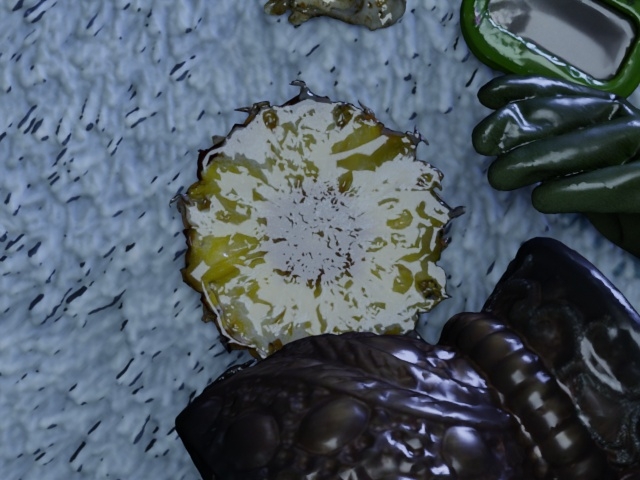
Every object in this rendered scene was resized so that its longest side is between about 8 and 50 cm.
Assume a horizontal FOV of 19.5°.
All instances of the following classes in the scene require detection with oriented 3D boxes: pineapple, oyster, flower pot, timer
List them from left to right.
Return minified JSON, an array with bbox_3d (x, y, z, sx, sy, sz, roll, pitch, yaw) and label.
[{"bbox_3d":[0.000,0.000,1.291,0.221,0.047,0.221,0,86,-2],"label":"pineapple"},{"bbox_3d":[0.012,-0.173,1.324,0.083,0.038,0.081,37,108,-28],"label":"oyster"},{"bbox_3d":[0.086,0.146,1.170,0.267,0.266,0.266,-32,88,-9],"label":"flower pot"},{"bbox_3d":[0.174,-0.164,1.323,0.140,0.047,0.128,29,80,-2],"label":"timer"}]

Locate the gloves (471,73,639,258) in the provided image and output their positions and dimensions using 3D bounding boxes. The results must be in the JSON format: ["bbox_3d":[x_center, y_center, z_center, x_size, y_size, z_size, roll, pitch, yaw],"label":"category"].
[{"bbox_3d":[0.219,-0.032,1.273,0.268,0.135,0.107,31,81,-16],"label":"gloves"}]
